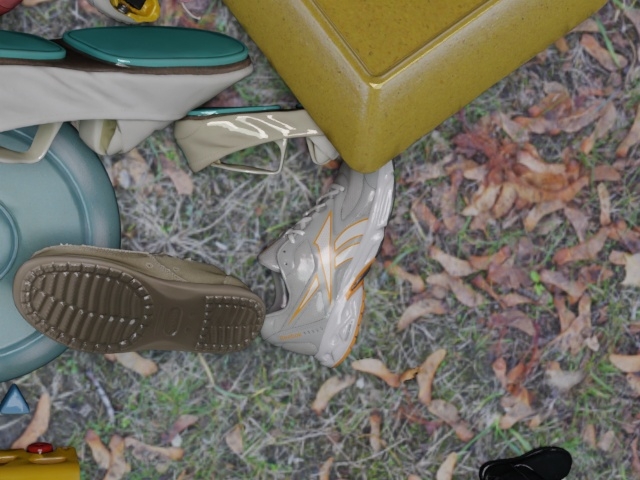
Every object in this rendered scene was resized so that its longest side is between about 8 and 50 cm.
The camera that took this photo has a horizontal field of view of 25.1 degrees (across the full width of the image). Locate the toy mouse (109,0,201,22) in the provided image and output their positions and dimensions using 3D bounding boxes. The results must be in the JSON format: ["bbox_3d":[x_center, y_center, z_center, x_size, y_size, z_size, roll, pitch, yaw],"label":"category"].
[{"bbox_3d":[-0.160,-0.285,1.433,0.161,0.031,0.143,27,87,-49],"label":"toy mouse"}]

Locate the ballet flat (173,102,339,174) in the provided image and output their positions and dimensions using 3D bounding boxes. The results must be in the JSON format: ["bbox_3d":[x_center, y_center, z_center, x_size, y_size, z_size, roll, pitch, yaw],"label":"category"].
[{"bbox_3d":[-0.028,-0.112,1.503,0.248,0.086,0.086,-7,100,3],"label":"ballet flat"}]

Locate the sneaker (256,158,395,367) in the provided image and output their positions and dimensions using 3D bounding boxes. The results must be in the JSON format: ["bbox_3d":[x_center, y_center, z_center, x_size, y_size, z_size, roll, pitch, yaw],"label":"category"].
[{"bbox_3d":[0.000,0.000,1.532,0.121,0.099,0.263,14,92,-9],"label":"sneaker"}]

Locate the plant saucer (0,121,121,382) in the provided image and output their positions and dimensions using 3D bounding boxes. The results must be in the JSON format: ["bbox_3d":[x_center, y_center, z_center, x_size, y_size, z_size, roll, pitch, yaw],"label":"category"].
[{"bbox_3d":[-0.361,-0.001,1.467,0.317,0.043,0.318,-2,99,-13],"label":"plant saucer"}]

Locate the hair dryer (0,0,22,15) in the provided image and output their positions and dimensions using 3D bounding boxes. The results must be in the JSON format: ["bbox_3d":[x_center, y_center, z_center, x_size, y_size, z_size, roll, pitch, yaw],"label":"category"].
[{"bbox_3d":[-0.334,-0.309,1.393,0.293,0.224,0.080,-42,143,5],"label":"hair dryer"}]

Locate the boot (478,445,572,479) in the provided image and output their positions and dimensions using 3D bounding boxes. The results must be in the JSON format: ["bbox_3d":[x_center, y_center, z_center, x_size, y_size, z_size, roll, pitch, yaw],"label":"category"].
[{"bbox_3d":[0.244,0.273,1.626,0.121,0.099,0.045,-7,101,-13],"label":"boot"}]

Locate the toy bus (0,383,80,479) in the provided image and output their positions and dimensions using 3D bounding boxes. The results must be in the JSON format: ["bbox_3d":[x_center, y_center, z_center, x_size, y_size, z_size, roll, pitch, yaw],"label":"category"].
[{"bbox_3d":[-0.340,0.270,1.478,0.191,0.104,0.202,44,86,-15],"label":"toy bus"}]

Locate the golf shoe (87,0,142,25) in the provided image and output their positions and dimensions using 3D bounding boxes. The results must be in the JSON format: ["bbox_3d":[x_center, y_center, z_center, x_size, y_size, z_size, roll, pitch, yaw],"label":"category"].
[{"bbox_3d":[-0.226,-0.288,1.437,0.069,0.086,0.176,-42,107,-7],"label":"golf shoe"}]

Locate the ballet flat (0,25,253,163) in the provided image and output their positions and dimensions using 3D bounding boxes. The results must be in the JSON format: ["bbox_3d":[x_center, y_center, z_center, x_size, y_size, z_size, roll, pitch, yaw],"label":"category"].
[{"bbox_3d":[-0.245,-0.141,1.394,0.400,0.139,0.139,-6,101,-42],"label":"ballet flat"}]

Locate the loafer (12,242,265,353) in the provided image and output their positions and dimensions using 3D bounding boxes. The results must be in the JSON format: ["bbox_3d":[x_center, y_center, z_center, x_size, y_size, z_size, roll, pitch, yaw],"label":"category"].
[{"bbox_3d":[-0.190,0.059,1.476,0.268,0.092,0.102,13,108,-28],"label":"loafer"}]

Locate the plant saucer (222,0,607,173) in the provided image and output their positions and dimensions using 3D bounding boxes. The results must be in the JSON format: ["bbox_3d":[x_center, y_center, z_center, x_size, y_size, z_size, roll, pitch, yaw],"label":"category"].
[{"bbox_3d":[0.074,-0.292,1.448,0.332,0.081,0.333,-36,80,-6],"label":"plant saucer"}]
